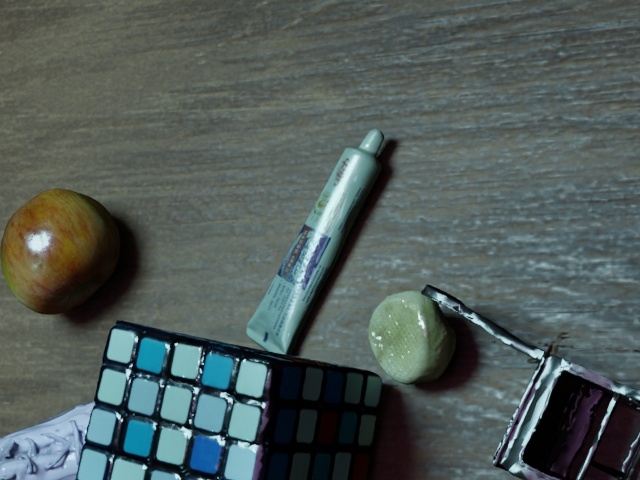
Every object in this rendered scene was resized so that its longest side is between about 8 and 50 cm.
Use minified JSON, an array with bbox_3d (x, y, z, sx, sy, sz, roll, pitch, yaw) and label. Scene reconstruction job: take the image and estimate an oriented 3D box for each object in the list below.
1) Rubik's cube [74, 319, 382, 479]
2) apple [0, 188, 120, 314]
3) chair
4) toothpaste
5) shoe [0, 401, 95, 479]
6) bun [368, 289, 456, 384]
[{"bbox_3d":[-0.076,0.180,1.207,0.187,0.182,0.184,9,85,32],"label":"Rubik's cube"},{"bbox_3d":[-0.264,0.010,1.410,0.126,0.126,0.102,-44,78,11],"label":"apple"},{"bbox_3d":[0.167,0.131,1.140,0.229,0.106,0.113,23,85,34],"label":"chair"},{"bbox_3d":[0.000,0.000,1.318,0.060,0.038,0.233,30,94,36],"label":"toothpaste"},{"bbox_3d":[-0.250,0.208,1.333,0.245,0.138,0.095,-29,67,19],"label":"shoe"},{"bbox_3d":[0.084,0.084,1.230,0.086,0.055,0.086,8,100,48],"label":"bun"}]
